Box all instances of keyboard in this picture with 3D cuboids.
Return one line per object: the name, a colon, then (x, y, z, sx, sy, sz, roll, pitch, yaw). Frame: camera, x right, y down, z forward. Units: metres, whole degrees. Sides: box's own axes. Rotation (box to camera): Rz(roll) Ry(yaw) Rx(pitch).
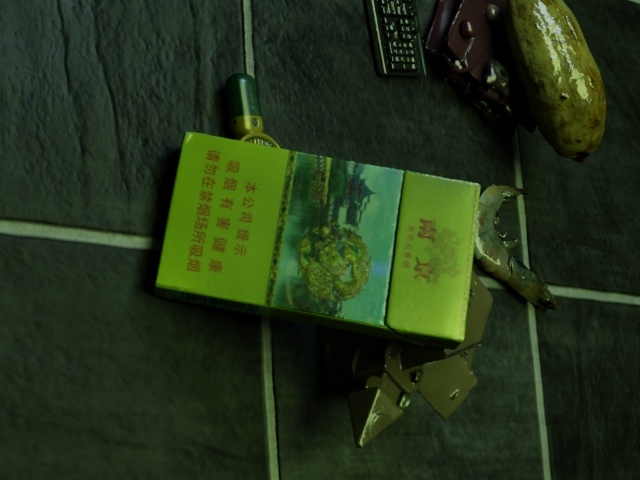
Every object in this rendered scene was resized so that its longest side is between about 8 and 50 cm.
keyboard: (0.092, -0.326, 1.961, 0.093, 0.025, 0.230, -5, 83, -43)

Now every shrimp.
shrimp: (0.274, 0.003, 2.051, 0.195, 0.035, 0.148, 39, 52, -30)

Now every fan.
fan: (-0.083, -0.116, 1.715, 0.082, 0.039, 0.155, 1, 78, -44)

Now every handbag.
handbag: (0.245, -0.277, 2.067, 0.203, 0.074, 0.216, 41, 53, -30)

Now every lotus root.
lotus root: (0.318, -0.229, 2.012, 0.110, 0.097, 0.258, -26, 95, -41)

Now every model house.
model house: (0.092, 0.153, 1.709, 0.176, 0.181, 0.248, 49, 44, -24)

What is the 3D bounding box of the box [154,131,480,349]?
box: (0.000, 0.000, 1.626, 0.335, 0.047, 0.187, 11, 68, -5)
